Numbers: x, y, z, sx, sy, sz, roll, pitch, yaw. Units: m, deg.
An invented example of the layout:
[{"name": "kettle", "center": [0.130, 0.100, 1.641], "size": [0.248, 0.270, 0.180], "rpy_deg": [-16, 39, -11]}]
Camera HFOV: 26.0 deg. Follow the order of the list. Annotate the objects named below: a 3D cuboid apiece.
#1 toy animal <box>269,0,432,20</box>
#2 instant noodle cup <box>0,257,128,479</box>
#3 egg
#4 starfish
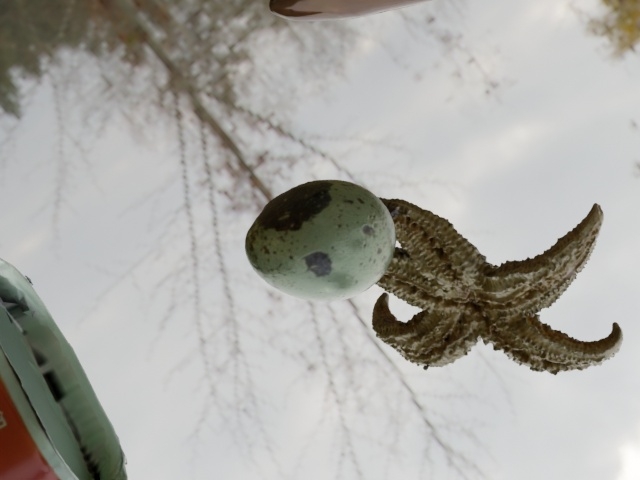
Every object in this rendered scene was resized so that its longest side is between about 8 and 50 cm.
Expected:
[{"name": "toy animal", "center": [0.056, -0.151, 0.384], "size": [0.122, 0.298, 0.185], "rpy_deg": [102, 3, -49]}, {"name": "instant noodle cup", "center": [-0.322, 0.164, 0.983], "size": [0.308, 0.294, 0.294], "rpy_deg": [-30, -161, 0]}, {"name": "egg", "center": [0.000, 0.000, 0.955], "size": [0.110, 0.085, 0.085], "rpy_deg": [0, -179, -26]}, {"name": "starfish", "center": [0.131, 0.039, 1.111], "size": [0.216, 0.238, 0.071], "rpy_deg": [-57, -176, 46]}]
